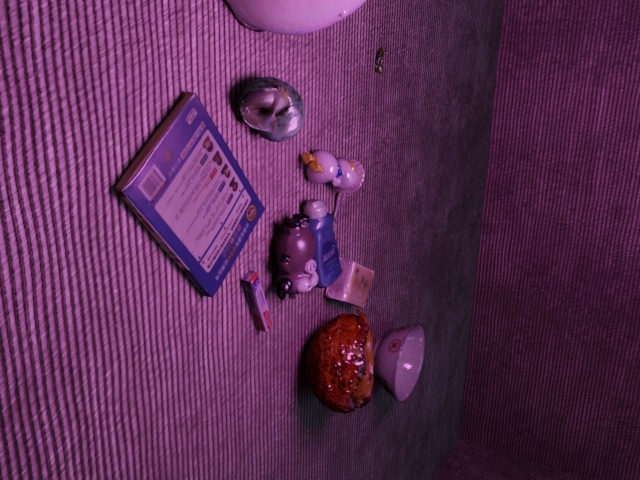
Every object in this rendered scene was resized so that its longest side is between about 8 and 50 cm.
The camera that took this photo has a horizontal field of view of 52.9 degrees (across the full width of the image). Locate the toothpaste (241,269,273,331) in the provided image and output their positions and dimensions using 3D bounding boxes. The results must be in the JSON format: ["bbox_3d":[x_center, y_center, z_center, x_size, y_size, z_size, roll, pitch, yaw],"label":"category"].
[{"bbox_3d":[-0.176,0.173,1.822,0.047,0.040,0.196,-49,140,-39],"label":"toothpaste"}]

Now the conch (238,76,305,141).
[{"bbox_3d":[-0.125,-0.333,1.646,0.176,0.122,0.188,-36,131,-24],"label":"conch"}]

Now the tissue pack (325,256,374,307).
[{"bbox_3d":[0.106,0.149,2.260,0.196,0.092,0.148,25,79,-60],"label":"tissue pack"}]

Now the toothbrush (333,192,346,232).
[{"bbox_3d":[0.040,-0.024,2.153,0.026,0.028,0.294,5,101,-60],"label":"toothbrush"}]

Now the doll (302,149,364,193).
[{"bbox_3d":[0.044,-0.216,1.994,0.119,0.138,0.293,-42,155,19],"label":"doll"}]

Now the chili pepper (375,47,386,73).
[{"bbox_3d":[0.206,-0.622,2.229,0.030,0.034,0.091,-111,-153,-81],"label":"chili pepper"}]

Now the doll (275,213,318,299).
[{"bbox_3d":[-0.071,0.054,1.886,0.182,0.117,0.257,-33,126,-59],"label":"doll"}]

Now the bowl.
[{"bbox_3d":[0.309,0.490,2.681,0.337,0.157,0.337,-32,128,-54],"label":"bowl"}]

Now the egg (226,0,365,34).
[{"bbox_3d":[-0.018,-0.658,1.492,0.354,0.340,0.354,-31,126,-55],"label":"egg"}]

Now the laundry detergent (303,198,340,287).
[{"bbox_3d":[0.000,0.000,2.014,0.143,0.094,0.290,-38,132,-45],"label":"laundry detergent"}]

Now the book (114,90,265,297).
[{"bbox_3d":[-0.285,-0.095,1.529,0.300,0.039,0.428,-62,147,-27],"label":"book"}]

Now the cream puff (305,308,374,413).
[{"bbox_3d":[0.065,0.409,2.142,0.350,0.229,0.350,-3,90,-81],"label":"cream puff"}]
